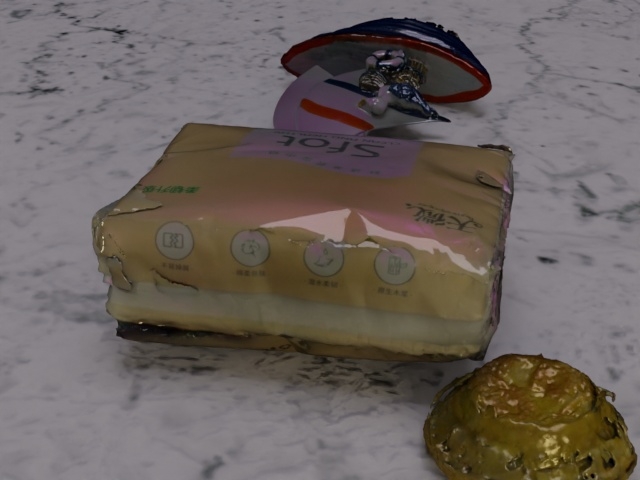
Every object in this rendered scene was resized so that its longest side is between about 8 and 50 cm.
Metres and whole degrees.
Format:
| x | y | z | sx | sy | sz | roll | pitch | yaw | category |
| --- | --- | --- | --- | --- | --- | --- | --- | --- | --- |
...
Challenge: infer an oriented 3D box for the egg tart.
| x | y | z | sx | sy | sz | roll | pitch | yaw | category |
| --- | --- | --- | --- | --- | --- | --- | --- | --- | --- |
| 0.126 | 0.104 | 0.653 | 0.130 | 0.052 | 0.130 | 0 | 26 | 0 | egg tart |

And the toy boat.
| x | y | z | sx | sy | sz | roll | pitch | yaw | category |
| --- | --- | --- | --- | --- | --- | --- | --- | --- | --- |
| 0.022 | -0.144 | 1.119 | 0.318 | 0.072 | 0.219 | -33 | 45 | -32 | toy boat |

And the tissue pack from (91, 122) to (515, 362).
| x | y | z | sx | sy | sz | roll | pitch | yaw | category |
| --- | --- | --- | --- | --- | --- | --- | --- | --- | --- |
| 0.000 | 0.000 | 0.764 | 0.257 | 0.123 | 0.215 | 7 | 26 | 8 | tissue pack |
